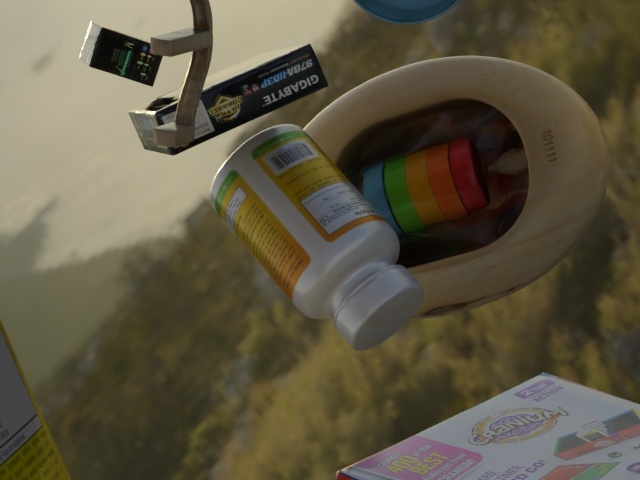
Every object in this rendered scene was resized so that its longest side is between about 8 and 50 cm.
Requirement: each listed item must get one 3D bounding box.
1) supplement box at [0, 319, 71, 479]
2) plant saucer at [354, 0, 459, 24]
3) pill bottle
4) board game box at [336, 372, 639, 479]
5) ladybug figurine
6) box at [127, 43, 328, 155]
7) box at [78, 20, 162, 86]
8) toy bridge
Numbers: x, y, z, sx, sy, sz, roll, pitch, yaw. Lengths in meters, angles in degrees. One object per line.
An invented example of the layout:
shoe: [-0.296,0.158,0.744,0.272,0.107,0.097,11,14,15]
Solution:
supplement box: [-0.325,0.195,1.442,0.195,0.356,0.194,-23,4,6]
plant saucer: [0.071,-0.227,1.415,0.119,0.119,0.021,-38,-11,17]
pill bottle: [0.000,0.000,1.996,0.136,0.245,0.136,-33,-24,-17]
board game box: [0.205,0.203,1.380,0.242,0.064,0.316,-21,23,-35]
ladybug figurine: [0.147,-0.062,2.212,0.449,0.305,0.162,-13,-5,24]
box: [-0.102,-0.148,1.897,0.175,0.051,0.220,-25,9,-11]
box: [-0.237,-0.223,2.162,0.062,0.083,0.052,35,108,66]
toy bridge: [-0.120,-0.173,1.582,0.026,0.188,0.063,12,21,32]
